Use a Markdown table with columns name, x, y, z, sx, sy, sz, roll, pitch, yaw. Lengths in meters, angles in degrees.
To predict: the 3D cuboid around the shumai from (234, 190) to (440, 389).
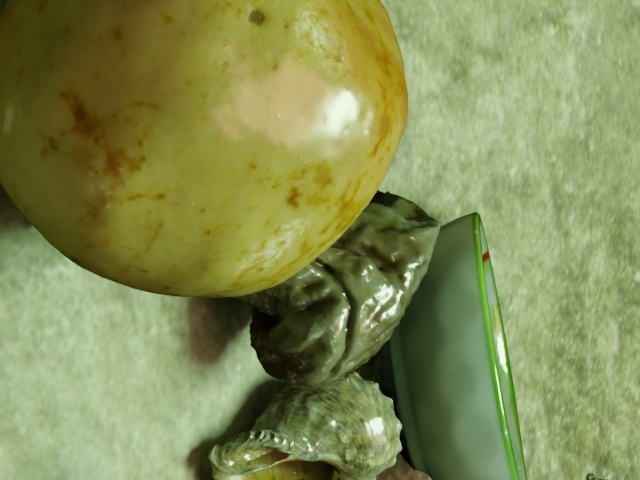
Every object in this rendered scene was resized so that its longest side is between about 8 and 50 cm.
| name | x | y | z | sx | sy | sz | roll | pitch | yaw |
| --- | --- | --- | --- | --- | --- | --- | --- | --- | --- |
| shumai | 0.001 | 0.003 | 1.690 | 0.218 | 0.184 | 0.185 | -42 | 134 | -17 |

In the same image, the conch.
| name | x | y | z | sx | sy | sz | roll | pitch | yaw |
| --- | --- | --- | --- | --- | --- | --- | --- | --- | --- |
| conch | -0.011 | 0.207 | 1.772 | 0.207 | 0.130 | 0.155 | -15 | 97 | -37 |

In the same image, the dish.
| name | x | y | z | sx | sy | sz | roll | pitch | yaw |
| --- | --- | --- | --- | --- | --- | --- | --- | --- | --- |
| dish | 0.127 | 0.139 | 1.903 | 0.324 | 0.124 | 0.324 | -9 | 90 | -83 |

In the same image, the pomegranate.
| name | x | y | z | sx | sy | sz | roll | pitch | yaw |
| --- | --- | --- | --- | --- | --- | --- | --- | --- | --- |
| pomegranate | -0.109 | -0.108 | 1.442 | 0.342 | 0.342 | 0.342 | -16 | 111 | -50 |

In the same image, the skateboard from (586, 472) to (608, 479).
| name | x | y | z | sx | sy | sz | roll | pitch | yaw |
| --- | --- | --- | --- | --- | --- | --- | --- | --- | --- |
| skateboard | 0.337 | 0.342 | 2.352 | 0.064 | 0.032 | 0.083 | -27 | 117 | -36 |
